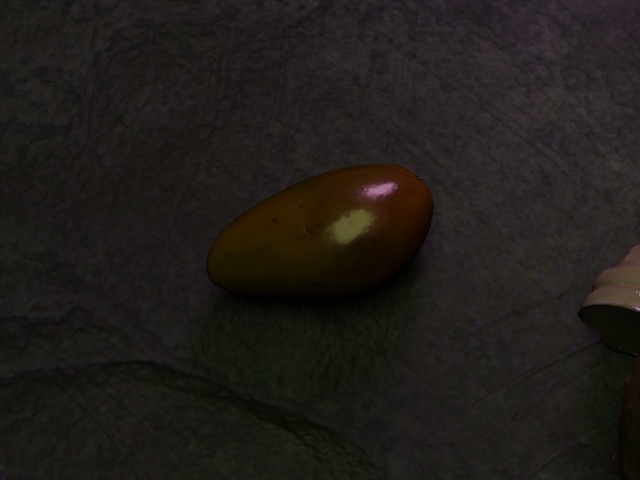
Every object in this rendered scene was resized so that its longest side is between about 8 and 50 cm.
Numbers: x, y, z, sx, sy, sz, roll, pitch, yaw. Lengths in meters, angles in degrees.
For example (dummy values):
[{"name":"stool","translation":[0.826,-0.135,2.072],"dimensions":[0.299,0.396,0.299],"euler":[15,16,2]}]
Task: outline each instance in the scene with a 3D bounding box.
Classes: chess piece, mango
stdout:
[{"name":"chess piece","translation":[0.386,-0.030,1.437],"dimensions":[0.139,0.124,0.307],"euler":[-4,53,52]},{"name":"mango","translation":[0.000,0.000,1.495],"dimensions":[0.253,0.113,0.138],"euler":[-18,63,6]}]

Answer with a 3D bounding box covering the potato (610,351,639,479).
[{"name":"potato","translation":[0.435,0.180,1.146],"dimensions":[0.385,0.319,0.442],"euler":[3,83,10]}]
